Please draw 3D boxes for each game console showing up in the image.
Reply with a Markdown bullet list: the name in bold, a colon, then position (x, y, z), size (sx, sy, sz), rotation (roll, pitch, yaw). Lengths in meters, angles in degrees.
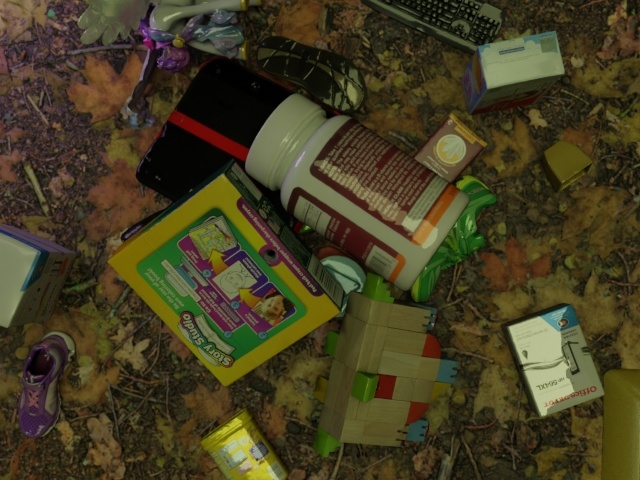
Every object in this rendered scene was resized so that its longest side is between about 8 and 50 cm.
- **game console**: position (-0.161, -0.191, 1.700), size (0.386, 0.060, 0.342), rotation (29, 84, 13)

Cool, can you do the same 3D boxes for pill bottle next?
- **pill bottle**: position (0.066, -0.099, 1.515), size (0.392, 0.224, 0.224), rotation (35, 90, 8)

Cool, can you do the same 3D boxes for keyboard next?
- **keyboard**: position (0.264, -0.557, 1.749), size (0.317, 0.033, 0.201), rotation (25, 89, 3)

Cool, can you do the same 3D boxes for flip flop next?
- **flip flop**: position (-0.016, -0.365, 1.736), size (0.277, 0.080, 0.112), rotation (26, 91, 19)

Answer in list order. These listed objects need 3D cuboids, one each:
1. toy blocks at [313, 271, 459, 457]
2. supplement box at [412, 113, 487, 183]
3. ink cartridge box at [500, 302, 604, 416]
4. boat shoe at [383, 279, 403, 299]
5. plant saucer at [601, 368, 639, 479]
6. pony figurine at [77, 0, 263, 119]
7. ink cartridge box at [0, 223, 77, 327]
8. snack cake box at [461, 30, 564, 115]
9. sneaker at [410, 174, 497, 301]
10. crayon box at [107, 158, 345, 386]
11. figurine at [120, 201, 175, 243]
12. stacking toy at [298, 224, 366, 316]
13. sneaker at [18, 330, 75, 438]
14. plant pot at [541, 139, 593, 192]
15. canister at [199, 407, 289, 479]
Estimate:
- **toy blocks**: position (0.160, 0.270, 1.629), size (0.261, 0.191, 0.381), rotation (12, 92, -28)
- **supplement box**: position (0.256, -0.167, 1.707), size (0.104, 0.081, 0.188), rotation (41, 90, 3)
- **ink cartridge box**: position (0.492, 0.252, 1.676), size (0.148, 0.086, 0.203), rotation (-20, 86, 1)
- **boat shoe**: position (0.115, 0.175, 1.710), size (0.072, 0.068, 0.190), rotation (33, 89, -8)
- **plant saucer**: position (0.772, 0.446, 1.659), size (0.333, 0.081, 0.332), rotation (2, 88, 3)
- **pony figurine**: position (-0.327, -0.468, 1.676), size (0.363, 0.303, 0.351), rotation (4, 56, 8)
- **ink cartridge box**: position (-0.653, 0.069, 1.663), size (0.168, 0.232, 0.171), rotation (23, 89, 1)
- **snack cake box**: position (0.386, -0.335, 1.616), size (0.152, 0.264, 0.089), rotation (-12, 87, 2)
- **sneaker**: position (0.282, 0.005, 1.684), size (0.123, 0.109, 0.295), rotation (28, 89, 7)
- **crayon box**: position (-0.185, 0.074, 1.592), size (0.313, 0.106, 0.363), rotation (-34, 106, 19)
- **figurine**: position (-0.288, 0.000, 1.726), size (0.209, 0.092, 0.215), rotation (-43, 87, -4)
- **stacking toy**: position (0.000, 0.000, 1.687), size (0.279, 0.130, 0.309), rotation (18, 88, 3)
- **sneaker**: position (-0.613, 0.316, 1.715), size (0.095, 0.104, 0.236), rotation (14, 89, 2)
- **plant pot**: position (0.522, -0.166, 1.698), size (0.081, 0.081, 0.083), rotation (-35, 75, 1)
- **canister**: position (-0.163, 0.468, 1.704), size (0.126, 0.073, 0.170), rotation (-35, 88, 1)
